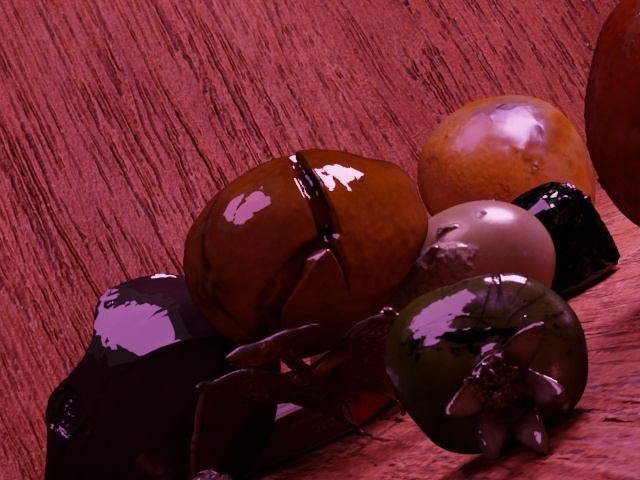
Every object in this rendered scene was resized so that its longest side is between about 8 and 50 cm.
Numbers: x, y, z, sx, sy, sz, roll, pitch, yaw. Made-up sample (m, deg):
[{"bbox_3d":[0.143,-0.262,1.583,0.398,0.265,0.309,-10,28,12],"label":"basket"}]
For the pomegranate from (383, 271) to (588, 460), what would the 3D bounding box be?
[{"bbox_3d":[0.125,0.097,1.221,0.152,0.131,0.191,-26,9,8],"label":"pomegranate"}]

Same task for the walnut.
[{"bbox_3d":[0.000,0.000,1.706,0.209,0.209,0.336,-28,1,38],"label":"walnut"}]

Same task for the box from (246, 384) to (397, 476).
[{"bbox_3d":[-0.017,0.204,1.855,0.229,0.050,0.123,-28,2,37],"label":"box"}]

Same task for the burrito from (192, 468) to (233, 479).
[{"bbox_3d":[-0.097,0.250,1.478,0.087,0.060,0.226,-28,2,-3],"label":"burrito"}]

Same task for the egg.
[{"bbox_3d":[0.165,0.042,1.817,0.201,0.164,0.164,-27,1,-3],"label":"egg"}]

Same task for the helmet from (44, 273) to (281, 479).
[{"bbox_3d":[-0.151,0.193,1.750,0.177,0.305,0.225,11,-9,37],"label":"helmet"}]

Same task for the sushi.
[{"bbox_3d":[0.273,0.000,1.968,0.124,0.127,0.225,-28,-1,-4],"label":"sushi"}]

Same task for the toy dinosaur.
[{"bbox_3d":[0.019,0.161,1.593,0.327,0.113,0.206,-9,-36,4],"label":"toy dinosaur"}]

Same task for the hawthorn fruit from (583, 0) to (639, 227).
[{"bbox_3d":[0.401,-0.138,1.536,0.311,0.295,0.295,-27,2,45],"label":"hawthorn fruit"}]

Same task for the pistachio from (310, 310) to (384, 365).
[{"bbox_3d":[0.051,0.139,2.044,0.149,0.113,0.113,-13,6,16],"label":"pistachio"}]

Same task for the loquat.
[{"bbox_3d":[0.260,-0.077,2.313,0.263,0.263,0.263,-29,1,1],"label":"loquat"}]
